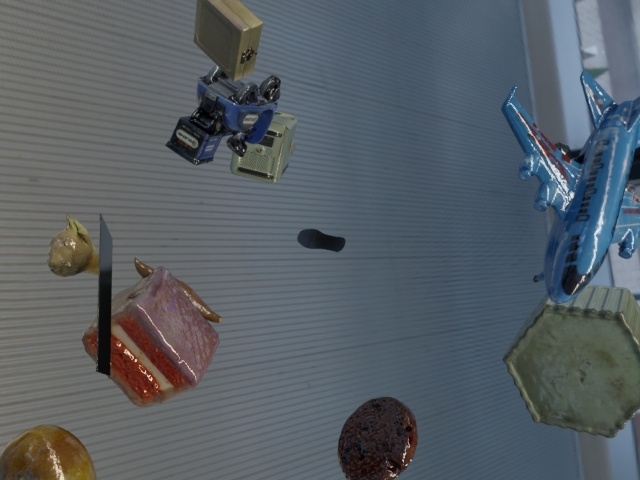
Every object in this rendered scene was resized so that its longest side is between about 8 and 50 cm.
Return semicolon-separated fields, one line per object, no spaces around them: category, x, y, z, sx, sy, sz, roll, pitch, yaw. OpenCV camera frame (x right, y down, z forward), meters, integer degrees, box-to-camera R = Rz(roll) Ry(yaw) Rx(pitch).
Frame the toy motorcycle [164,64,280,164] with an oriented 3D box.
toy motorcycle;-0.195;-0.279;1.357;0.125;0.212;0.358;34;21;8

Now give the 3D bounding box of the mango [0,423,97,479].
mango;-0.500;0.494;1.104;0.146;0.193;0.316;-34;119;-78

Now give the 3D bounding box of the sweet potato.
sweet potato;-0.425;0.150;1.798;0.314;0.066;0.072;40;33;-4

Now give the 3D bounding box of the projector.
projector;-0.164;-0.287;1.777;0.242;0.164;0.177;-73;178;-71

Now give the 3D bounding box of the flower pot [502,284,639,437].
flower pot;0.447;0.194;1.031;0.209;0.239;0.190;38;25;18

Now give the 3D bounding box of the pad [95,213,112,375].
pad;-0.431;0.116;1.207;0.005;0.202;0.299;-1;76;-13

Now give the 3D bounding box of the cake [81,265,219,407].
cake;-0.458;0.271;1.669;0.308;0.237;0.230;57;21;-15

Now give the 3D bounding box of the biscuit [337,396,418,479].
biscuit;0.111;0.402;1.202;0.049;0.192;0.192;49;52;-28

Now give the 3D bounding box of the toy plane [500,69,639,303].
toy plane;0.286;-0.051;0.634;0.254;0.105;0.271;30;75;-1

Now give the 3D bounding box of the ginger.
ginger;-0.586;0.047;1.440;0.122;0.115;0.193;-50;161;-27

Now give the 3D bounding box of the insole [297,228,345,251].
insole;0.000;0.000;1.244;0.002;0.135;0.045;36;71;-44

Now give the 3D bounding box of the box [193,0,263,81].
box;-0.108;-0.241;0.704;0.035;0.079;0.083;-37;77;-30
